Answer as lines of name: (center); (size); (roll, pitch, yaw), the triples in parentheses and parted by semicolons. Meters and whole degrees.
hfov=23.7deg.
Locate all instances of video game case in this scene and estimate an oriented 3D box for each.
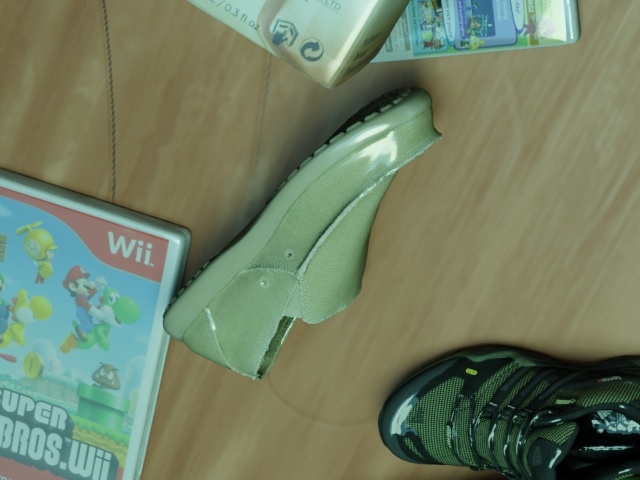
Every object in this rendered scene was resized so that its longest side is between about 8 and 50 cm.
video game case: (-0.223, 0.095, 1.183); (0.204, 0.025, 0.285); (18, 110, 11)
video game case: (0.065, -0.226, 1.002); (0.193, 0.023, 0.212); (-3, 104, 18)

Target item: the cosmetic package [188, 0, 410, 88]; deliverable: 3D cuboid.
cosmetic package: (0.043, -0.255, 0.906); (0.129, 0.153, 0.296); (33, 113, 4)

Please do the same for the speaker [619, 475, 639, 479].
speaker: (0.098, 0.249, 1.078); (0.297, 0.131, 0.131); (-15, 101, 20)

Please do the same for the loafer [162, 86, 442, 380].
loafer: (0.000, 0.000, 1.052); (0.092, 0.102, 0.268); (45, 122, -1)

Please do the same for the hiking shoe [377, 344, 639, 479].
hiking shoe: (0.142, 0.124, 1.032); (0.227, 0.114, 0.086); (-6, 102, 18)
